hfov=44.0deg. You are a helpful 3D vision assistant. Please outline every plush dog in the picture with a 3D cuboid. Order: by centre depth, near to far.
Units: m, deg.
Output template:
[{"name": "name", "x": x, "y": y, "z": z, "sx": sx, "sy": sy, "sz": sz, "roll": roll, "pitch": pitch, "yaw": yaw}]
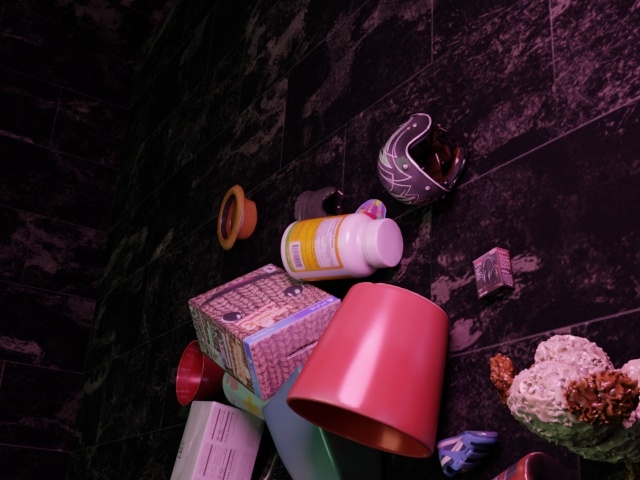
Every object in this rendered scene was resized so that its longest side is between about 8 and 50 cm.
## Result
[{"name": "plush dog", "x": 0.343, "y": 0.215, "z": 1.028, "sx": 0.262, "sy": 0.225, "sz": 0.211, "roll": -11, "pitch": 66, "yaw": 58}]

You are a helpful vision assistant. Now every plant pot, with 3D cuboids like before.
[{"name": "plant pot", "x": 0.105, "y": 0.225, "z": 1.416, "sx": 0.275, "sy": 0.274, "sz": 0.243, "roll": -17, "pitch": 46, "yaw": 56}, {"name": "plant pot", "x": 0.018, "y": 0.397, "z": 1.579, "sx": 0.165, "sy": 0.165, "sz": 0.234, "roll": -53, "pitch": 43, "yaw": 32}]

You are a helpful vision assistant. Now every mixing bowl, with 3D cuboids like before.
[{"name": "mixing bowl", "x": -0.326, "y": 0.381, "z": 2.233, "sx": 0.181, "sy": 0.098, "sz": 0.182, "roll": -37, "pitch": 45, "yaw": 48}]

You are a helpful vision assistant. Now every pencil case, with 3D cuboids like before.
[{"name": "pencil case", "x": -0.112, "y": 0.355, "z": 1.824, "sx": 0.273, "sy": 0.124, "sz": 0.114, "roll": 11, "pitch": 126, "yaw": 52}]

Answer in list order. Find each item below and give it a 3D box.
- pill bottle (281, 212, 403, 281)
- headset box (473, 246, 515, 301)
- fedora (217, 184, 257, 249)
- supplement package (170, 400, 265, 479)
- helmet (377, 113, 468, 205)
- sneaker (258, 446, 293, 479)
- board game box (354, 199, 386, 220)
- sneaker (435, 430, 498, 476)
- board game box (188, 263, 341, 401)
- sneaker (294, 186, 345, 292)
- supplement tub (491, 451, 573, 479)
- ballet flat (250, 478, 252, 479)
[{"name": "pill bottle", "x": 0.048, "y": 0.014, "z": 1.693, "sx": 0.245, "sy": 0.136, "sz": 0.137, "roll": -6, "pitch": 69, "yaw": 38}, {"name": "headset box", "x": 0.301, "y": 0.056, "z": 1.380, "sx": 0.062, "sy": 0.032, "sz": 0.083, "roll": -38, "pitch": 46, "yaw": 46}, {"name": "fedora", "x": -0.239, "y": -0.063, "z": 2.328, "sx": 0.194, "sy": 0.079, "sz": 0.195, "roll": -27, "pitch": 58, "yaw": 57}, {"name": "supplement package", "x": -0.259, "y": 0.539, "z": 1.938, "sx": 0.204, "sy": 0.145, "sz": 0.262, "roll": -24, "pitch": 49, "yaw": 65}, {"name": "helmet", "x": 0.191, "y": -0.148, "z": 1.545, "sx": 0.162, "sy": 0.169, "sz": 0.169, "roll": -60, "pitch": 28, "yaw": -9}, {"name": "sneaker", "x": -0.089, "y": 0.530, "z": 1.797, "sx": 0.235, "sy": 0.084, "sz": 0.097, "roll": -61, "pitch": 8, "yaw": 20}, {"name": "board game box", "x": 0.090, "y": -0.016, "z": 1.781, "sx": 0.133, "sy": 0.033, "sz": 0.169, "roll": -15, "pitch": 63, "yaw": 57}, {"name": "sneaker", "x": 0.246, "y": 0.350, "z": 1.309, "sx": 0.144, "sy": 0.053, "sz": 0.059, "roll": 133, "pitch": 143, "yaw": -52}, {"name": "board game box", "x": -0.117, "y": 0.192, "z": 1.755, "sx": 0.291, "sy": 0.232, "sz": 0.141, "roll": 23, "pitch": 130, "yaw": 52}, {"name": "sneaker", "x": 0.000, "y": 0.000, "z": 1.866, "sx": 0.130, "sy": 0.109, "sz": 0.287, "roll": -20, "pitch": 62, "yaw": 44}, {"name": "supplement tub", "x": 0.279, "y": 0.403, "z": 1.169, "sx": 0.198, "sy": 0.106, "sz": 0.106, "roll": -50, "pitch": 37, "yaw": 35}, {"name": "ballet flat", "x": -0.172, "y": 0.641, "z": 1.904, "sx": 0.173, "sy": 0.049, "sz": 0.058, "roll": -100, "pitch": 29, "yaw": -49}]
